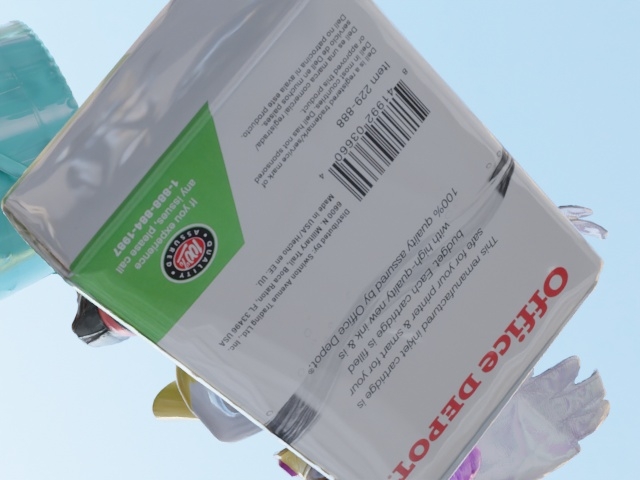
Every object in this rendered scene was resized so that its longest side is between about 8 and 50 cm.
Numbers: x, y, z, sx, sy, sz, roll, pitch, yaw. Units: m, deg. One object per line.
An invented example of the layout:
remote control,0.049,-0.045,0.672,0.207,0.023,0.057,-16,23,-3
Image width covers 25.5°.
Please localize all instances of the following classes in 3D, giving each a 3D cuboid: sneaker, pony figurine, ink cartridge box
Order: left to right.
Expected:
sneaker,-0.253,0.039,1.860,0.135,0.097,0.276,-34,-156,33
ink cartridge box,0.000,0.000,0.816,0.211,0.289,0.121,-50,-144,-5
pony figurine,0.062,0.120,1.220,0.351,0.303,0.363,-38,-137,-20

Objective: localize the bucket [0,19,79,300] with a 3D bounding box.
bucket,-0.329,-0.067,1.349,0.281,0.183,0.281,52,-24,35
